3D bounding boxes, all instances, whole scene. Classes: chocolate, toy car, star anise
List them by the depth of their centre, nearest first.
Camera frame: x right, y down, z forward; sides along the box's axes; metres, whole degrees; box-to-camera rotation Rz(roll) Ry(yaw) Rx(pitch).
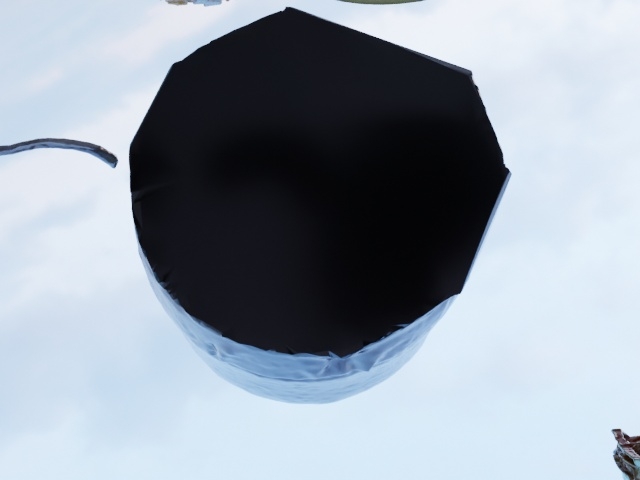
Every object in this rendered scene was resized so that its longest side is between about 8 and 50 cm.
[{"bbox_3d":[0.245,0.136,0.789,0.122,0.035,0.059,-6,-165,-3],"label":"toy car"},{"bbox_3d":[-0.340,-0.055,1.231,0.228,0.148,0.218,1,-170,13],"label":"star anise"},{"bbox_3d":[0.000,0.000,1.368,0.384,0.383,0.331,-36,161,-7],"label":"chocolate"}]

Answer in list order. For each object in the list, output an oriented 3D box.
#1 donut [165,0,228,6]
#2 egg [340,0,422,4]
[{"bbox_3d":[-0.081,-0.239,1.037,0.166,0.117,0.065,-22,-116,49],"label":"donut"},{"bbox_3d":[0.072,-0.323,0.807,0.301,0.301,0.373,-7,-126,55],"label":"egg"}]
